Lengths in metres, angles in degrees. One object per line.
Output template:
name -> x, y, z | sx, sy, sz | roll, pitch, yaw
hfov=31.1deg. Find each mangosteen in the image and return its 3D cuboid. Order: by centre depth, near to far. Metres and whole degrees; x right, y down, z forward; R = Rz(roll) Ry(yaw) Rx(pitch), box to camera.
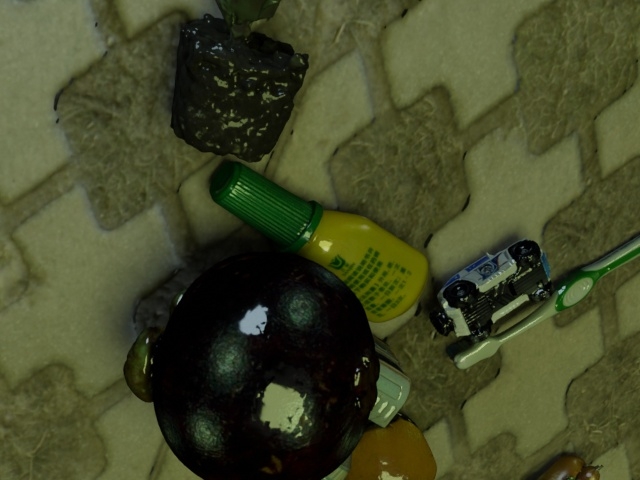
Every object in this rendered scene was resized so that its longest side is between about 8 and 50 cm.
mangosteen -> -0.075, 0.146, 1.294 | 0.288, 0.288, 0.288 | -9, 118, -18

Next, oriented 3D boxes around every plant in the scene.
plant -> -0.083, -0.192, 1.216 | 0.131, 0.142, 0.203 | 5, 122, -15

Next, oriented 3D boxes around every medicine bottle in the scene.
medicine bottle -> 0.000, 0.000, 1.373 | 0.309, 0.076, 0.111 | 32, 103, -32

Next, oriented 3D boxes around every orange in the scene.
orange -> 0.086, 0.316, 1.553 | 0.170, 0.112, 0.160 | 28, 102, -19

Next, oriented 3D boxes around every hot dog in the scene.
hot dog -> 0.323, 0.426, 1.724 | 0.109, 0.072, 0.269 | 34, 100, -34

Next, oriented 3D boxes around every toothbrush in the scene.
toothbrush -> 0.357, 0.062, 1.576 | 0.418, 0.040, 0.042 | -29, 120, -7

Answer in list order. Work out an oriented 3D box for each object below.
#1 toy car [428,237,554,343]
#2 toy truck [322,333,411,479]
toy car -> 0.220, 0.066, 1.501 | 0.170, 0.070, 0.080 | -32, 123, -8
toy truck -> 0.008, 0.243, 1.458 | 0.108, 0.140, 0.257 | 34, 98, -31
